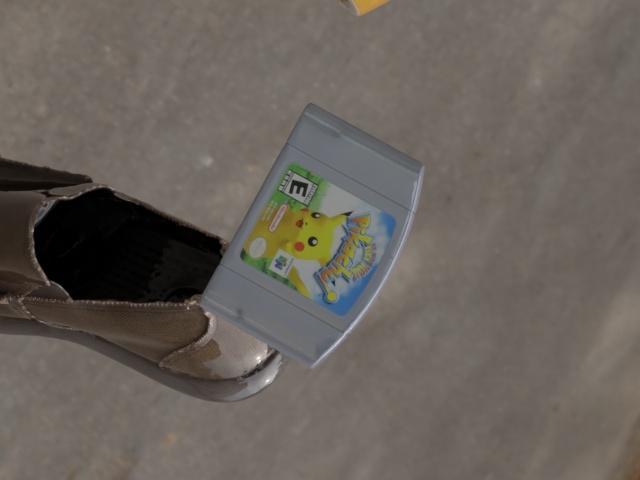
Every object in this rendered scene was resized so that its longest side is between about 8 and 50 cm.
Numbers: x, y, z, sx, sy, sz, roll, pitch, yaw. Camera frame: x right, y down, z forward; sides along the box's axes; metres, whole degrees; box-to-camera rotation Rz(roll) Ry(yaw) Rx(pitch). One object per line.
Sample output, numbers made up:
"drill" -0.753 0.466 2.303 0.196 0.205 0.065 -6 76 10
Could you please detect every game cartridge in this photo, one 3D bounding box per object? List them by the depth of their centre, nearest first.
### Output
"game cartridge" 0.000 0.000 0.555 0.083 0.056 0.017 -62 177 1

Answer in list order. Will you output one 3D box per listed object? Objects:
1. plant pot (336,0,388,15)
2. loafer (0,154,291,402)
"plant pot" 0.055 -0.256 1.032 0.188 0.205 0.205 -40 150 1
"loafer" -0.187 -0.004 1.121 0.130 0.365 0.134 78 32 -55
